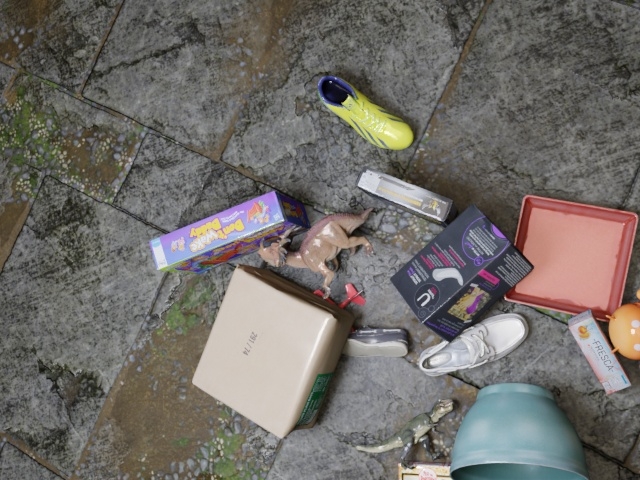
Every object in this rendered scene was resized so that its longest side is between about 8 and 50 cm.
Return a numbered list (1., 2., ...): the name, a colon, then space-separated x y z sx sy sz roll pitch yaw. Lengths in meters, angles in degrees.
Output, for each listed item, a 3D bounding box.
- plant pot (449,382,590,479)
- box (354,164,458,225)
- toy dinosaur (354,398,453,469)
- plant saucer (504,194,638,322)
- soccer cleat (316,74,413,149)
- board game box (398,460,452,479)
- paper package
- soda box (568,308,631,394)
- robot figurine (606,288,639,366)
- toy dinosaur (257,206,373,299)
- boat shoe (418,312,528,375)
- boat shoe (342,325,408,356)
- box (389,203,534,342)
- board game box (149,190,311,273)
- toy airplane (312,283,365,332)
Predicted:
1. plant pot: 0.437 0.436 1.552 0.293 0.293 0.196 -2 59 16
2. box: 0.212 -0.102 1.691 0.231 0.183 0.056 24 91 16
3. toy dinosaur: 0.224 0.488 1.692 0.268 0.064 0.118 -31 55 7
4. plant saucer: 0.586 0.041 1.644 0.259 0.048 0.258 12 88 16
5. soccer cleat: 0.106 -0.323 1.771 0.289 0.121 0.093 37 95 15
6. board game box: 0.264 0.636 1.683 0.147 0.045 0.193 -1 85 16
7. paper package: -0.113 0.267 1.722 0.310 0.168 0.324 25 96 27
8. soda box: 0.631 0.251 1.580 0.058 0.063 0.183 -29 94 22
9. robot figurine: 0.734 0.196 1.530 0.220 0.158 0.128 -6 45 -6
10. toy dinosaur: 0.000 0.000 1.723 0.296 0.127 0.200 -44 108 6
11. boat shoe: 0.364 0.256 1.661 0.277 0.096 0.098 -28 78 12
12. boat shoe: 0.121 0.250 1.758 0.206 0.075 0.064 1 51 18
13. box: 0.328 0.078 1.630 0.270 0.143 0.165 -43 45 11
14. board game box: -0.223 -0.013 1.779 0.347 0.233 0.078 -21 80 13
15. toy airplane: 0.050 0.170 1.789 0.151 0.028 0.151 1 99 7
